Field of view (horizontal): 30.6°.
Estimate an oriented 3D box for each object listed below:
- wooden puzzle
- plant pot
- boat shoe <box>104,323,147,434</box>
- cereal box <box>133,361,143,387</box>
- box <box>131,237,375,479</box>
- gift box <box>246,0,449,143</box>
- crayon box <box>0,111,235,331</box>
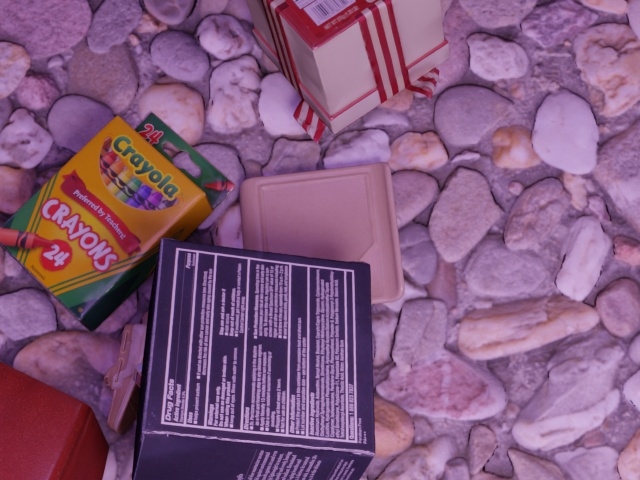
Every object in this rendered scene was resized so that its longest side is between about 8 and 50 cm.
[{"bbox_3d":[0.000,0.000,1.771,0.239,0.044,0.220,-8,72,7],"label":"wooden puzzle"},{"bbox_3d":[-0.437,0.317,1.603,0.267,0.267,0.235,23,63,12],"label":"plant pot"},{"bbox_3d":[-0.287,0.201,1.721,0.059,0.063,0.170,10,64,11],"label":"boat shoe"},{"bbox_3d":[-0.129,0.232,1.672,0.173,0.047,0.240,-32,69,-29],"label":"cereal box"},{"bbox_3d":[-0.092,0.176,1.575,0.294,0.182,0.296,8,54,-11],"label":"box"},{"bbox_3d":[0.038,-0.318,1.752,0.255,0.258,0.276,-30,64,-5],"label":"gift box"},{"bbox_3d":[-0.312,-0.046,1.791,0.202,0.081,0.318,40,79,16],"label":"crayon box"}]
